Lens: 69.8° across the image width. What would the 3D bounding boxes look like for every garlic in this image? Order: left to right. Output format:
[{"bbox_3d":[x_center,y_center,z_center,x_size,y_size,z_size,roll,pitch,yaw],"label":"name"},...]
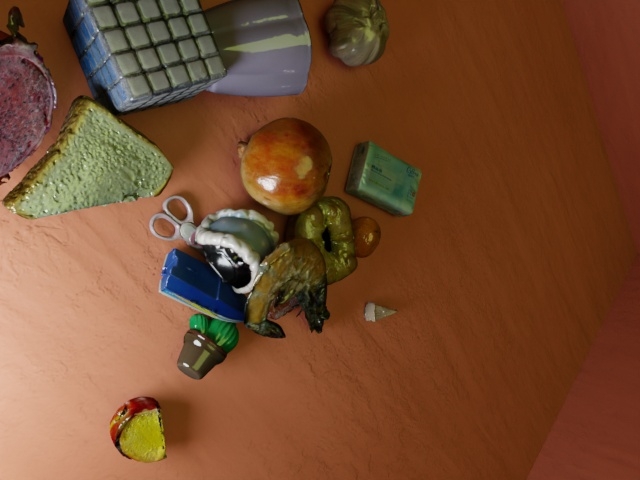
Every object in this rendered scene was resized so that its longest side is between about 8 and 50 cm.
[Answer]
[{"bbox_3d":[0.122,-0.654,1.419,0.228,0.152,0.228,-8,104,-36],"label":"garlic"}]

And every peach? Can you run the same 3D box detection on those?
[{"bbox_3d":[-0.427,0.451,1.100,0.127,0.092,0.172,-38,125,-24],"label":"peach"}]

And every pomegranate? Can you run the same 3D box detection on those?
[{"bbox_3d":[-0.105,-0.203,1.232,0.270,0.229,0.252,17,80,8],"label":"pomegranate"}]

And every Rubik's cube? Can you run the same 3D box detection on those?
[{"bbox_3d":[-0.384,-0.418,0.999,0.238,0.237,0.237,-29,110,-31],"label":"Rubik's cube"}]

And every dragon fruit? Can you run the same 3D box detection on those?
[{"bbox_3d":[-0.665,-0.277,0.809,0.263,0.296,0.314,29,75,2],"label":"dragon fruit"}]

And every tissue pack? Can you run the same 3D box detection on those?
[{"bbox_3d":[0.220,-0.202,1.550,0.263,0.089,0.177,22,77,-36],"label":"tissue pack"}]

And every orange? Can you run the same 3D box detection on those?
[{"bbox_3d":[0.133,-0.014,1.470,0.117,0.135,0.135,39,68,-6],"label":"orange"}]

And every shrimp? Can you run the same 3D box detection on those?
[{"bbox_3d":[-0.070,0.172,1.234,0.272,0.085,0.445,-46,147,-19],"label":"shrimp"}]

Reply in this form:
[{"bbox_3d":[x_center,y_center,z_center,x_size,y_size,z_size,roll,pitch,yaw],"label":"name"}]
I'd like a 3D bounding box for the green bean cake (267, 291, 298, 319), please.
[{"bbox_3d":[-0.118,0.146,1.335,0.135,0.056,0.135,-27,107,-33],"label":"green bean cake"}]

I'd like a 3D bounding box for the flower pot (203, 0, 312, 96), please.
[{"bbox_3d":[-0.186,-0.483,1.144,0.243,0.265,0.265,-17,102,-27],"label":"flower pot"}]

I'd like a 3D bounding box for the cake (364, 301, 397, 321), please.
[{"bbox_3d":[0.210,0.252,1.588,0.121,0.052,0.065,15,78,-37],"label":"cake"}]

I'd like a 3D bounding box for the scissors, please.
[{"bbox_3d":[-0.324,-0.005,1.190,0.242,0.030,0.118,46,62,-30],"label":"scissors"}]

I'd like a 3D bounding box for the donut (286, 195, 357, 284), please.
[{"bbox_3d":[0.000,0.000,1.371,0.208,0.128,0.261,-14,100,-34],"label":"donut"}]

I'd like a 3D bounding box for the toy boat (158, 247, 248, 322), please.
[{"bbox_3d":[-0.281,0.140,1.188,0.295,0.088,0.129,36,31,-35],"label":"toy boat"}]

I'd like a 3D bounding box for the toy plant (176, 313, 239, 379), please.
[{"bbox_3d":[-0.291,0.256,1.191,0.143,0.105,0.200,38,48,-10],"label":"toy plant"}]

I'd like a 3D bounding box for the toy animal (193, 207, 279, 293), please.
[{"bbox_3d":[-0.198,0.015,1.179,0.208,0.156,0.204,60,32,-24],"label":"toy animal"}]

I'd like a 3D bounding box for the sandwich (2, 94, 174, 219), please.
[{"bbox_3d":[-0.481,-0.129,0.991,0.254,0.099,0.288,46,67,-47],"label":"sandwich"}]
